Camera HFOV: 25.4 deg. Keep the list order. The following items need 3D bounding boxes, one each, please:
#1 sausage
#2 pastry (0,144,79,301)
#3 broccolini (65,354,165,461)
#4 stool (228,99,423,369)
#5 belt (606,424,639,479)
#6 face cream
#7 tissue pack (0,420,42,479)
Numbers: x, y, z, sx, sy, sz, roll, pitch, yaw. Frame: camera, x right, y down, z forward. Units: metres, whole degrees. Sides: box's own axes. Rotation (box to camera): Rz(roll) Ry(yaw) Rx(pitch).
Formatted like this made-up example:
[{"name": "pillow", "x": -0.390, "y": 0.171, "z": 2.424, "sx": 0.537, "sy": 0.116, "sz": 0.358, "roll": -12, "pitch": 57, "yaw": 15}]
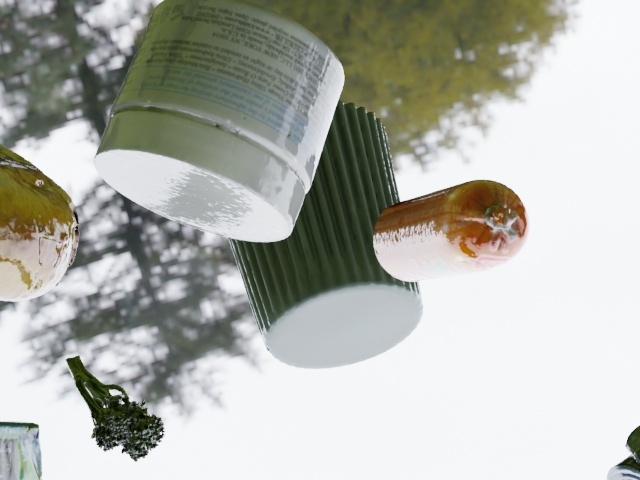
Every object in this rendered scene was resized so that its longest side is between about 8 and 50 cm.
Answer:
[{"name": "sausage", "x": 0.134, "y": -0.009, "z": 1.422, "sx": 0.093, "sy": 0.093, "sz": 0.312, "roll": -19, "pitch": -179, "yaw": -13}, {"name": "pastry", "x": -0.439, "y": -0.046, "z": 1.625, "sx": 0.356, "sy": 0.164, "sz": 0.356, "roll": 27, "pitch": -175, "yaw": -3}, {"name": "broccolini", "x": -0.243, "y": 0.168, "z": 1.585, "sx": 0.074, "sy": 0.058, "sz": 0.201, "roll": 22, "pitch": -163, "yaw": -41}, {"name": "stool", "x": 0.000, "y": 0.000, "z": 2.197, "sx": 0.297, "sy": 0.297, "sz": 0.330, "roll": -15, "pitch": -121, "yaw": -1}, {"name": "belt", "x": 0.309, "y": 0.221, "z": 1.093, "sx": 0.082, "sy": 0.141, "sz": 0.190, "roll": -34, "pitch": -121, "yaw": -20}, {"name": "face cream", "x": -0.082, "y": -0.101, "z": 1.189, "sx": 0.177, "sy": 0.177, "sz": 0.153, "roll": 4, "pitch": -113, "yaw": 40}, {"name": "tissue pack", "x": -0.289, "y": 0.186, "z": 1.138, "sx": 0.085, "sy": 0.079, "sz": 0.111, "roll": -9, "pitch": 170, "yaw": 21}]
